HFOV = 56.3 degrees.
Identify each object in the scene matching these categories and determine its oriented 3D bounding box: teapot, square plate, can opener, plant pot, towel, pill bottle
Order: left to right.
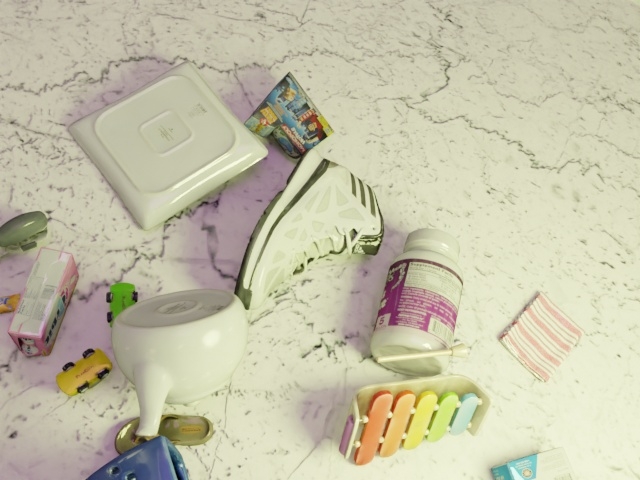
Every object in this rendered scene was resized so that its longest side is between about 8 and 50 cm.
[{"bbox_3d":[-0.688,0.004,1.184,0.284,0.095,0.076,-23,69,-25],"label":"can opener"},{"bbox_3d":[-0.304,0.472,0.951,0.212,0.236,0.235,-17,66,-15],"label":"plant pot"},{"bbox_3d":[-0.359,-0.243,1.398,0.344,0.049,0.347,-36,73,-17],"label":"square plate"},{"bbox_3d":[-0.239,0.203,1.069,0.256,0.253,0.186,-14,105,-28],"label":"teapot"},{"bbox_3d":[0.219,0.128,1.308,0.169,0.169,0.301,21,58,-3],"label":"pill bottle"},{"bbox_3d":[0.529,0.223,1.416,0.144,0.029,0.197,45,61,11],"label":"towel"}]

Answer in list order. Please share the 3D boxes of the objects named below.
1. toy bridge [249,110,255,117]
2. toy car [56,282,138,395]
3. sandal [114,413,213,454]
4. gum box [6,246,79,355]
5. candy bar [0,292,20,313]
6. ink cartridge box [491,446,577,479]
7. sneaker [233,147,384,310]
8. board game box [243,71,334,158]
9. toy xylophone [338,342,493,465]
[{"bbox_3d":[-0.152,-0.300,1.532,0.063,0.026,0.188,22,58,-1],"label":"toy bridge"},{"bbox_3d":[-0.387,0.193,1.183,0.239,0.053,0.224,-2,62,-16],"label":"toy car"},{"bbox_3d":[-0.290,0.357,1.118,0.180,0.049,0.072,-2,62,-15],"label":"sandal"},{"bbox_3d":[-0.531,0.123,1.152,0.062,0.107,0.188,12,59,-7],"label":"gum box"},{"bbox_3d":[-0.671,0.133,1.163,0.162,0.018,0.040,-7,64,-19],"label":"candy bar"},{"bbox_3d":[0.449,0.528,1.195,0.140,0.082,0.190,-8,65,-18],"label":"ink cartridge box"},{"bbox_3d":[0.000,-0.001,1.322,0.258,0.169,0.447,26,56,3],"label":"sneaker"},{"bbox_3d":[-0.092,-0.299,1.505,0.194,0.060,0.194,-42,98,-37],"label":"board game box"},{"bbox_3d":[0.183,0.320,1.170,0.323,0.236,0.081,-9,37,-16],"label":"toy xylophone"}]
